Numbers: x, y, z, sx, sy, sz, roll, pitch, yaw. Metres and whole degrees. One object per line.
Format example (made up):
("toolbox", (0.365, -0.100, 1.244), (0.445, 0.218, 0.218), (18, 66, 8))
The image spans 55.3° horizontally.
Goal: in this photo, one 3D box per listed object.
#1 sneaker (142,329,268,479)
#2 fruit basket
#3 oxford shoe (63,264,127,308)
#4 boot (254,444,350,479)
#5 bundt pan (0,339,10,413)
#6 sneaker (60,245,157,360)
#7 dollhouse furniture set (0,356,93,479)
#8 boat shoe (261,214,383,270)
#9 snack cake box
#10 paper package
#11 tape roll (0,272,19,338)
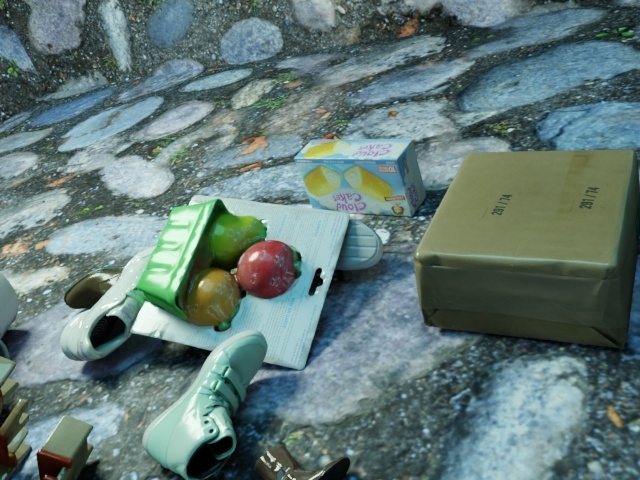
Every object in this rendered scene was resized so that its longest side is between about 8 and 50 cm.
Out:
("sneaker", (-0.142, 0.258, 0.948), (0.151, 0.094, 0.256), (13, 54, 48))
("fruit basket", (-0.148, 0.066, 1.174), (0.353, 0.165, 0.327), (10, 62, 13))
("oxford shoe", (-0.461, 0.108, 1.351), (0.227, 0.082, 0.096), (-20, 37, 1))
("boot", (-0.029, 0.316, 0.865), (0.106, 0.037, 0.114), (-32, 30, -23))
("bundt pan", (-0.739, 0.252, 1.080), (0.124, 0.330, 0.331), (-11, 28, 48))
("sneaker", (-0.373, 0.128, 1.229), (0.152, 0.114, 0.305), (-5, 40, 52))
("dollhouse furniture set", (-0.496, 0.310, 0.931), (0.259, 0.262, 0.135), (20, 42, 1))
("boat shoe", (0.000, 0.000, 1.259), (0.302, 0.094, 0.109), (11, 81, 31))
("snack cake box", (0.089, -0.143, 1.379), (0.264, 0.152, 0.089), (5, 40, 34))
("paper package", (0.354, -0.001, 1.018), (0.310, 0.168, 0.325), (4, 38, 29))
("tape roll", (-0.797, 0.161, 1.292), (0.246, 0.246, 0.169), (-11, 32, 12))
